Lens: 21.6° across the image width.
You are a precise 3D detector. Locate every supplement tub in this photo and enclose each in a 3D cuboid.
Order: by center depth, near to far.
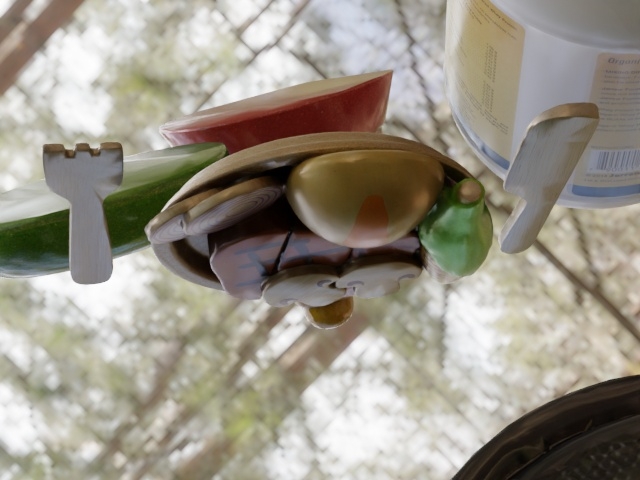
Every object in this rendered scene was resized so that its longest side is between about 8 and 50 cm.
[{"bbox_3d":[0.127,-0.117,0.731,0.144,0.144,0.199,46,164,21],"label":"supplement tub"}]

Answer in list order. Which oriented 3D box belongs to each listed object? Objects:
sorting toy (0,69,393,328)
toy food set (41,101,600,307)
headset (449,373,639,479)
[{"bbox_3d":[-0.074,0.023,0.755,0.365,0.127,0.126,-30,-71,-52],"label":"sorting toy"},{"bbox_3d":[0.000,0.000,0.612,0.132,0.192,0.038,100,164,-65],"label":"toy food set"},{"bbox_3d":[0.094,0.087,0.427,0.185,0.394,0.243,52,-167,25],"label":"headset"}]
